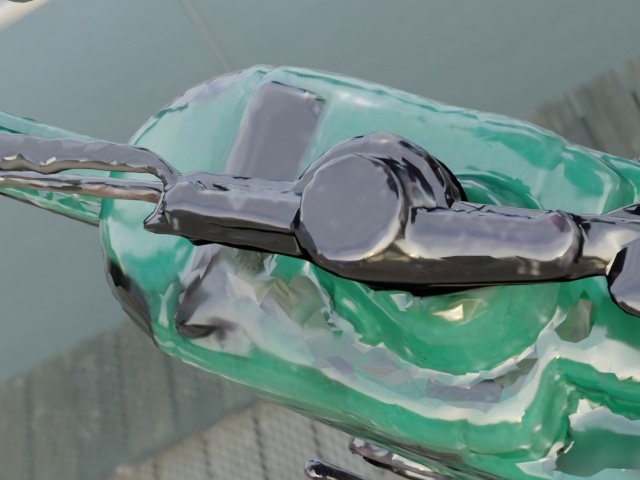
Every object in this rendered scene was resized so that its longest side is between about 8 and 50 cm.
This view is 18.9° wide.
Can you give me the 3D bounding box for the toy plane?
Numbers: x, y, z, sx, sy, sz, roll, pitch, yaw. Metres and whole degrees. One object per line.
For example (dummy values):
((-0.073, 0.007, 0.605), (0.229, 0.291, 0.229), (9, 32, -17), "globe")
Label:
((0.000, 0.000, 0.405), (0.381, 0.155, 0.106), (19, 83, 23), "toy plane")
